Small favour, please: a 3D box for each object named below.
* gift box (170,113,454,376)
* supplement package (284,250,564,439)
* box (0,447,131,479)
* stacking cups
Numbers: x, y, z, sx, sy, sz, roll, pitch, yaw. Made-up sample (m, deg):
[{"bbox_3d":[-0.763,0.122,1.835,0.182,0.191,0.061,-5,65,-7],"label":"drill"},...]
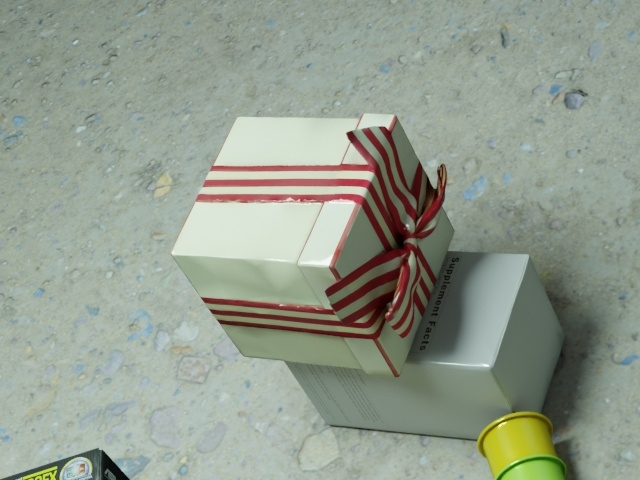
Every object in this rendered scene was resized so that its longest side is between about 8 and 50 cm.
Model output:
[{"bbox_3d":[0.000,0.000,1.908,0.258,0.276,0.255,4,59,29],"label":"gift box"},{"bbox_3d":[0.131,0.128,2.040,0.293,0.177,0.175,3,53,29],"label":"supplement package"},{"bbox_3d":[-0.304,0.373,1.989,0.216,0.270,0.060,-19,47,13],"label":"box"},{"bbox_3d":[0.262,0.350,1.852,0.096,0.096,0.316,-22,49,9],"label":"stacking cups"}]
